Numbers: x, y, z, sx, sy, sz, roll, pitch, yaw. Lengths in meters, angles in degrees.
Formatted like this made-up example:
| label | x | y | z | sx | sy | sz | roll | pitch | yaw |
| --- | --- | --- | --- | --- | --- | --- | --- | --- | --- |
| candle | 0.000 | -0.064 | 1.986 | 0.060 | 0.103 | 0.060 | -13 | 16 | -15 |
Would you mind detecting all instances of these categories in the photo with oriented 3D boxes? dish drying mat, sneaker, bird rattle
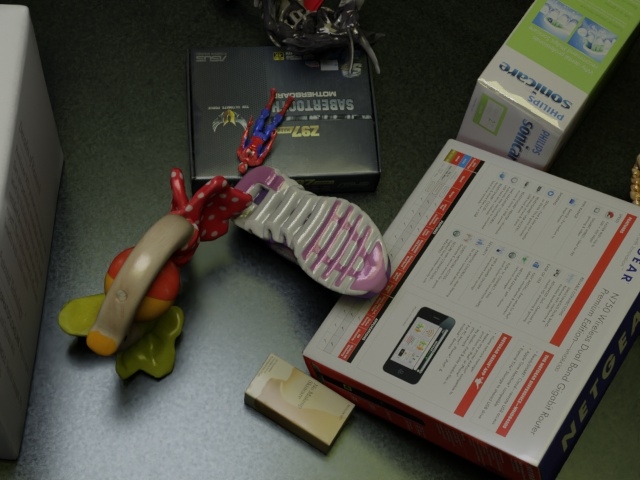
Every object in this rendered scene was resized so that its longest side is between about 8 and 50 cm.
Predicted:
| label | x | y | z | sx | sy | sz | roll | pitch | yaw |
| --- | --- | --- | --- | --- | --- | --- | --- | --- | --- |
| dish drying mat | -0.023 | -0.302 | 1.720 | 0.032 | 0.008 | 0.083 | 28 | 68 | 9 |
| sneaker | 0.000 | 0.000 | 1.513 | 0.236 | 0.104 | 0.095 | 33 | 80 | 38 |
| bird rattle | -0.175 | 0.040 | 1.443 | 0.143 | 0.207 | 0.253 | 38 | 102 | 0 |

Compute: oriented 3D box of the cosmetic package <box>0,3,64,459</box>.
| label | x | y | z | sx | sy | sz | roll | pitch | yaw |
| --- | --- | --- | --- | --- | --- | --- | --- | --- | --- |
| cosmetic package | -0.471 | -0.007 | 1.388 | 0.329 | 0.327 | 0.394 | 3 | 66 | -3 |

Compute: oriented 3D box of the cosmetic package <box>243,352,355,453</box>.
| label | x | y | z | sx | sy | sz | roll | pitch | yaw |
| --- | --- | --- | --- | --- | --- | --- | --- | --- | --- |
| cosmetic package | -0.024 | 0.184 | 1.493 | 0.115 | 0.041 | 0.060 | 30 | 68 | 9 |

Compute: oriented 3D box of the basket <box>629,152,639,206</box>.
| label | x | y | z | sx | sy | sz | roll | pitch | yaw |
| --- | --- | --- | --- | --- | --- | --- | --- | --- | --- |
| basket | 0.513 | 0.018 | 1.578 | 0.213 | 0.223 | 0.299 | -29 | 68 | 20 |

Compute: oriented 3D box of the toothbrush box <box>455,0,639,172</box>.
| label | x | y | z | sx | sy | sz | roll | pitch | yaw |
| --- | --- | --- | --- | --- | --- | --- | --- | --- | --- |
| toothbrush box | 0.290 | -0.213 | 1.598 | 0.122 | 0.206 | 0.283 | 32 | 69 | 9 |

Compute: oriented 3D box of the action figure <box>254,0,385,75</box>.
| label | x | y | z | sx | sy | sz | roll | pitch | yaw |
| --- | --- | --- | --- | --- | --- | --- | --- | --- | --- |
| action figure | -0.020 | -0.310 | 1.610 | 0.164 | 0.141 | 0.275 | -16 | 44 | -37 |

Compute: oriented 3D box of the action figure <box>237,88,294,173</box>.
| label | x | y | z | sx | sy | sz | roll | pitch | yaw |
| --- | --- | --- | --- | --- | --- | --- | --- | --- | --- |
| action figure | -0.070 | -0.128 | 1.568 | 0.038 | 0.030 | 0.115 | 25 | 70 | 1 |

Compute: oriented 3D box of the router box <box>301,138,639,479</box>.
| label | x | y | z | sx | sy | sz | roll | pitch | yaw |
| --- | --- | --- | --- | --- | --- | --- | --- | --- | --- |
| router box | 0.194 | 0.074 | 1.482 | 0.301 | 0.082 | 0.335 | 24 | 66 | 29 |

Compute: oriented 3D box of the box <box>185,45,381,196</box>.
| label | x | y | z | sx | sy | sz | roll | pitch | yaw |
| --- | --- | --- | --- | --- | --- | --- | --- | --- | --- |
| box | -0.048 | -0.149 | 1.625 | 0.232 | 0.059 | 0.184 | -2 | 68 | -5 |
